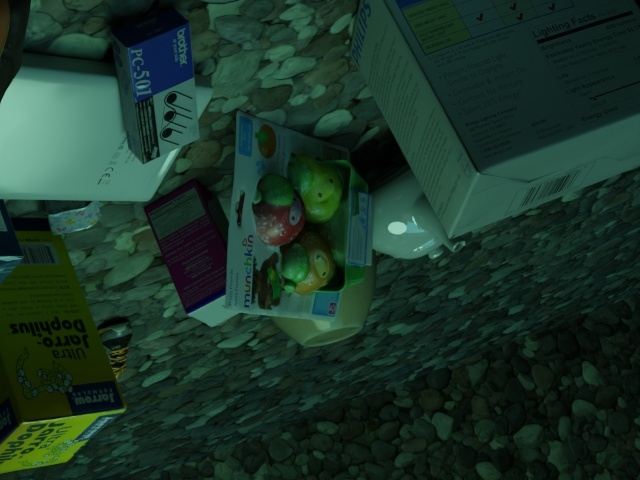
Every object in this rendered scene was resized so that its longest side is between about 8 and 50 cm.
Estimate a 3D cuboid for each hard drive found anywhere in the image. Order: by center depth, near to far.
[{"bbox_3d":[-0.344,-0.151,1.561,0.353,0.047,0.233,-1,136,-47],"label":"hard drive"}]

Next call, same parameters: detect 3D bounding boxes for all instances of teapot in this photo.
[{"bbox_3d":[0.176,-0.049,2.126,0.252,0.187,0.256,-26,-168,34],"label":"teapot"}]

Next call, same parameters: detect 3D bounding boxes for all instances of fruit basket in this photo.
[{"bbox_3d":[-0.039,-0.030,1.893,0.165,0.327,0.353,0,173,27],"label":"fruit basket"}]

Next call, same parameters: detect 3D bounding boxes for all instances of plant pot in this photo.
[{"bbox_3d":[0.000,0.115,2.336,0.284,0.191,0.284,-15,164,-4],"label":"plant pot"}]

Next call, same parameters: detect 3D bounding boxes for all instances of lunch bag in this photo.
[{"bbox_3d":[-0.397,-0.051,1.777,0.083,0.053,0.071,-11,153,-11],"label":"lunch bag"}]

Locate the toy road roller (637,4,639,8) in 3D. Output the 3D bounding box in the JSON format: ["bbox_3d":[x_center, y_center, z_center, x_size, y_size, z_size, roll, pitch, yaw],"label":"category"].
[{"bbox_3d":[0.566,-0.349,2.025,0.329,0.240,0.202,21,143,-10],"label":"toy road roller"}]

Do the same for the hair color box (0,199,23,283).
[{"bbox_3d":[-0.584,0.047,1.627,0.105,0.174,0.347,1,146,-47],"label":"hair color box"}]

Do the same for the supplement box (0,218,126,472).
[{"bbox_3d":[-0.488,0.163,1.751,0.195,0.356,0.194,0,147,-48],"label":"supplement box"}]

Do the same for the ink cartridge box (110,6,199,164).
[{"bbox_3d":[-0.223,-0.209,1.516,0.097,0.046,0.207,-28,144,-25],"label":"ink cartridge box"}]

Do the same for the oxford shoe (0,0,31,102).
[{"bbox_3d":[-0.407,-0.176,1.323,0.271,0.097,0.098,-64,164,20],"label":"oxford shoe"}]

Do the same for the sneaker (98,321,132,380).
[{"bbox_3d":[-0.439,0.242,2.354,0.084,0.083,0.215,-12,153,-27],"label":"sneaker"}]

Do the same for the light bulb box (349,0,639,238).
[{"bbox_3d":[0.281,-0.252,1.641,0.358,0.361,0.225,-20,159,-15],"label":"light bulb box"}]

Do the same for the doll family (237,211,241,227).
[{"bbox_3d":[-0.086,-0.038,2.118,0.193,0.076,0.111,-27,163,13],"label":"doll family"}]

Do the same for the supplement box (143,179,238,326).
[{"bbox_3d":[-0.204,0.023,1.928,0.114,0.220,0.111,-28,157,9],"label":"supplement box"}]
